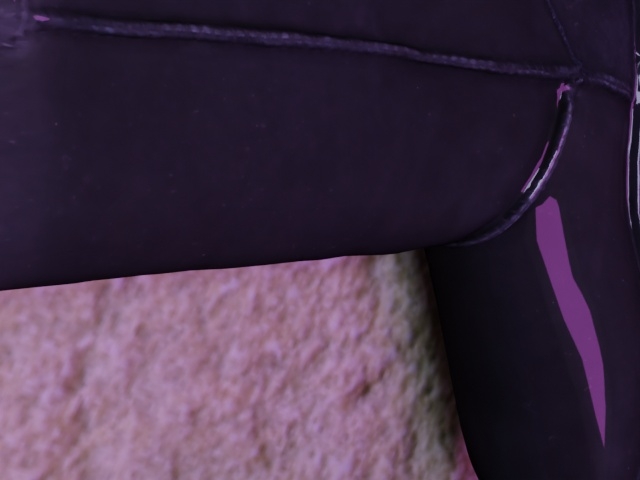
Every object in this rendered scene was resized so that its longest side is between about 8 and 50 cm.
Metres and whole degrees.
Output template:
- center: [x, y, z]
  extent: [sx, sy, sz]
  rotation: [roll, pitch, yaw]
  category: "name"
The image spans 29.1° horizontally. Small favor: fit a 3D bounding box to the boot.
- center: [0.000, -0.002, 0.594]
  extent: [0.445, 0.146, 0.367]
  rotation: [0, 88, -45]
  category: "boot"
